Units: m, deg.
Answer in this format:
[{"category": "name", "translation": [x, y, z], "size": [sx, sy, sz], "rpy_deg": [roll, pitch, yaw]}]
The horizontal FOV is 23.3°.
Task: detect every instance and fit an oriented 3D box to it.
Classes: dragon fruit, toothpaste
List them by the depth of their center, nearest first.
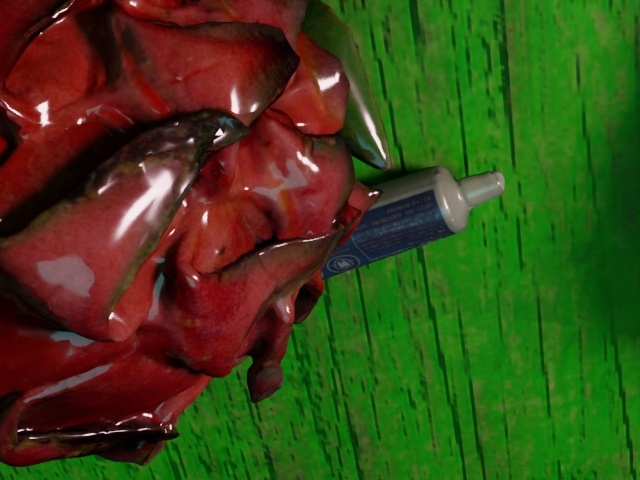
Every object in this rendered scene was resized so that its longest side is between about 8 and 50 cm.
[{"category": "dragon fruit", "translation": [-0.111, -0.004, 0.624], "size": [0.233, 0.293, 0.234], "rpy_deg": [37, 156, 19]}, {"category": "toothpaste", "translation": [0.000, 0.000, 0.779], "size": [0.197, 0.035, 0.057], "rpy_deg": [-18, 125, 19]}]
